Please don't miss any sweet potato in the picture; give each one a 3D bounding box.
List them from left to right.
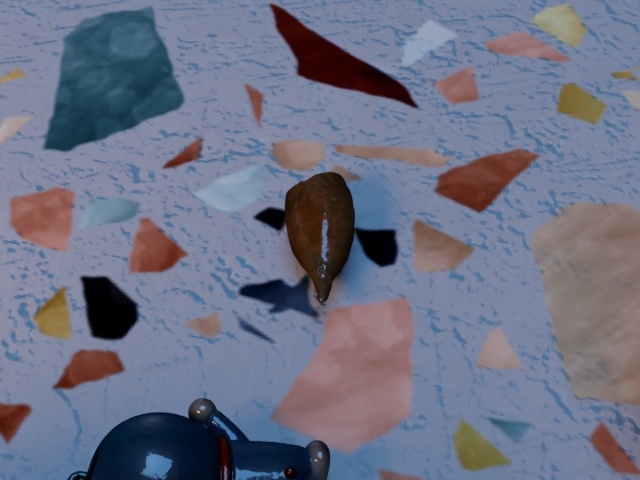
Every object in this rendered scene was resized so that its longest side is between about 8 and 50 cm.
[{"bbox_3d":[0.000,0.000,1.136,0.049,0.049,0.117,-1,43,-1],"label":"sweet potato"}]

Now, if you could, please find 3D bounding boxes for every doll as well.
[{"bbox_3d":[-0.070,0.143,0.980,0.152,0.085,0.114,2,57,-12],"label":"doll"}]
